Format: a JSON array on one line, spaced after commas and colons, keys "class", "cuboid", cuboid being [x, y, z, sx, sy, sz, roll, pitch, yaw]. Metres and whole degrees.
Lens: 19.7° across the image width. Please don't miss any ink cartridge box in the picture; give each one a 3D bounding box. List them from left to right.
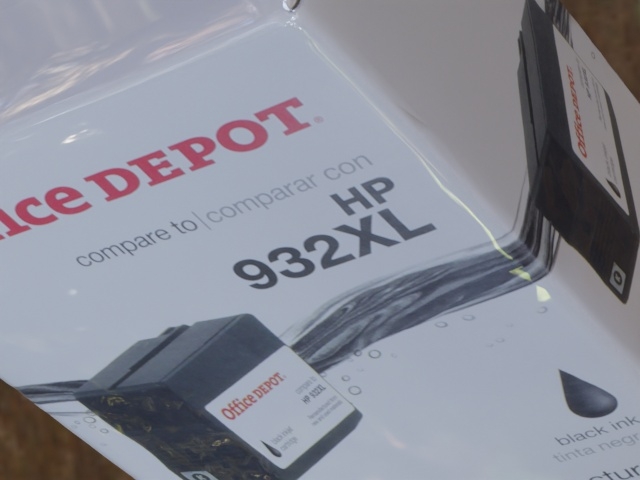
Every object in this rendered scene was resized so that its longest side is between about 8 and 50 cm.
[{"class": "ink cartridge box", "cuboid": [0.000, 0.000, 0.687, 0.223, 0.307, 0.129, -18, 46, 32]}]
